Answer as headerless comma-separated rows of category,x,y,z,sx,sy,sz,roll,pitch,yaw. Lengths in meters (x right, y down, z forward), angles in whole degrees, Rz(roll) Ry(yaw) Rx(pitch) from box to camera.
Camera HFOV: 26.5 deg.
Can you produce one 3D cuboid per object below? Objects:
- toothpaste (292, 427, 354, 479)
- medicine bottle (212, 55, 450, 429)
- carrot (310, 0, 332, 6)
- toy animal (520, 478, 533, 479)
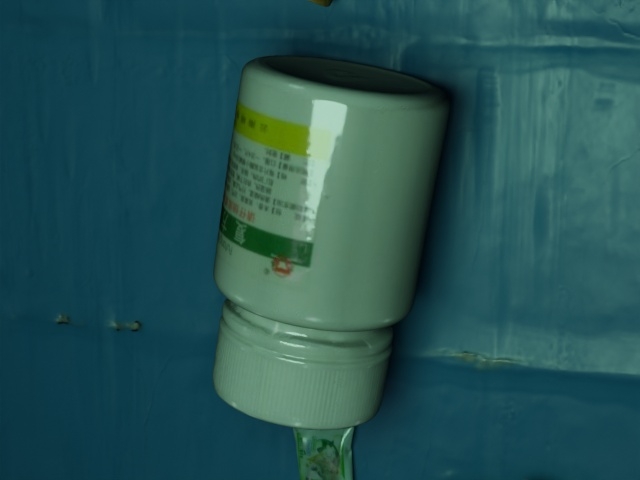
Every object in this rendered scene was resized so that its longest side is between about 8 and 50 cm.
toothpaste,0.011,0.340,1.515,0.074,0.048,0.297,-1,98,22
medicine bottle,0.000,0.000,1.357,0.208,0.208,0.340,15,106,18
carrot,0.028,-0.339,1.363,0.061,0.061,0.210,32,107,12
toy animal,0.204,0.330,1.398,0.179,0.138,0.166,-10,117,14
